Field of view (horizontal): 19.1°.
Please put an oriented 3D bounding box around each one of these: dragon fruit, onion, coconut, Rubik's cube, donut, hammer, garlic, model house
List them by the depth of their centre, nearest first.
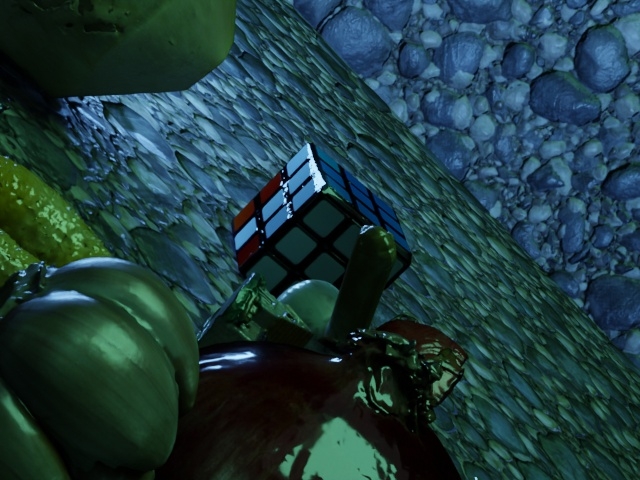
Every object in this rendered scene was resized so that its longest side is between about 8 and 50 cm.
[{"bbox_3d":[-0.189,0.113,1.458,0.191,0.160,0.214,38,31,-4],"label":"garlic"},{"bbox_3d":[-0.001,0.188,1.636,0.347,0.285,0.347,32,12,-8],"label":"onion"},{"bbox_3d":[-0.280,0.020,1.671,0.277,0.108,0.277,41,14,-13],"label":"donut"},{"bbox_3d":[-0.069,0.104,2.068,0.100,0.088,0.100,43,18,-3],"label":"model house"},{"bbox_3d":[0.034,0.079,2.093,0.113,0.305,0.202,-27,62,-29],"label":"hammer"},{"bbox_3d":[0.090,0.162,2.297,0.127,0.120,0.161,39,19,-1],"label":"dragon fruit"},{"bbox_3d":[-0.256,-0.318,2.299,0.352,0.352,0.352,41,14,-13],"label":"coconut"},{"bbox_3d":[0.000,0.000,2.410,0.160,0.163,0.162,39,17,-21],"label":"Rubik's cube"}]

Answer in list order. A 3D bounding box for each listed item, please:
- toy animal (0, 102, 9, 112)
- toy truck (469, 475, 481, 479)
[{"bbox_3d":[-0.415,-0.206,2.081,0.217,0.041,0.075,43,15,12],"label":"toy animal"},{"bbox_3d":[0.150,0.353,1.913,0.127,0.127,0.257,42,18,-18],"label":"toy truck"}]
